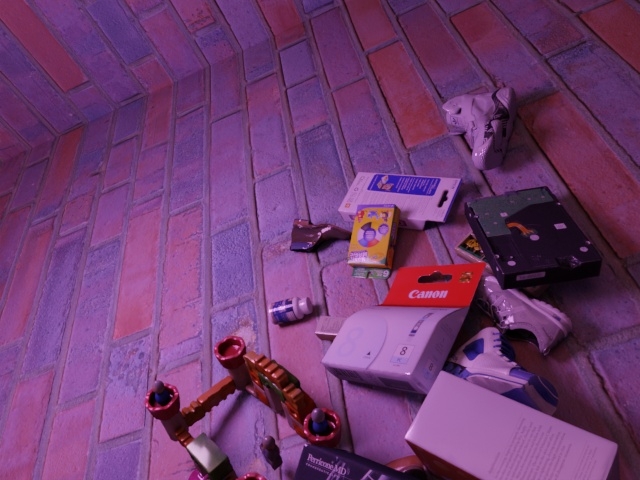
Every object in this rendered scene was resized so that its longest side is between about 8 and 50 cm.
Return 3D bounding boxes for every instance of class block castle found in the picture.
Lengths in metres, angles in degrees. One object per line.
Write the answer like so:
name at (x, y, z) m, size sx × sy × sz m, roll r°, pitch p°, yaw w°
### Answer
block castle at (-0.183, 0.431, 1.359) m, size 0.303 × 0.212 × 0.453 m, roll -34°, pitch 41°, yaw -28°

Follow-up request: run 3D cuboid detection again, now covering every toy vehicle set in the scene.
toy vehicle set at (0.517, 0.030, 1.524) m, size 0.166 × 0.035 × 0.267 m, roll -44°, pitch 45°, yaw -13°

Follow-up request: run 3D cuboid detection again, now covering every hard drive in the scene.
hard drive at (0.527, -0.015, 1.455) m, size 0.237 × 0.064 × 0.338 m, roll -9°, pitch 37°, yaw 1°

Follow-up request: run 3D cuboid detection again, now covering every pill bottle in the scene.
pill bottle at (-0.088, 0.204, 1.671) m, size 0.120 × 0.067 × 0.067 m, roll -16°, pitch 46°, yaw 15°

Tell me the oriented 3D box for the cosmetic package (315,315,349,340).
cosmetic package at (0.049, 0.247, 1.577) m, size 0.115 × 0.041 × 0.060 m, roll 2°, pitch 53°, yaw 30°

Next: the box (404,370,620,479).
box at (0.374, 0.431, 1.110) m, size 0.346 × 0.215 × 0.168 m, roll 17°, pitch 62°, yaw 39°

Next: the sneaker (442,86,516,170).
sneaker at (0.490, -0.354, 1.819) m, size 0.210 × 0.137 × 0.365 m, roll 4°, pitch 48°, yaw 32°

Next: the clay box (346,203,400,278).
clay box at (0.157, 0.002, 1.693) m, size 0.128 × 0.053 × 0.221 m, roll 0°, pitch 69°, yaw 31°

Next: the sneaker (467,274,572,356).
sneaker at (0.452, 0.176, 1.377) m, size 0.281 × 0.105 × 0.115 m, roll 26°, pitch 66°, yaw 41°

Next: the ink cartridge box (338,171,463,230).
ink cartridge box at (0.251, -0.127, 1.788) m, size 0.371 × 0.069 × 0.175 m, roll 7°, pitch 56°, yaw 36°

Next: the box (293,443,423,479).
box at (0.098, 0.598, 1.080) m, size 0.344 × 0.179 × 0.312 m, roll 8°, pitch 72°, yaw 34°

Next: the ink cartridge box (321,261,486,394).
ink cartridge box at (0.211, 0.187, 1.433) m, size 0.308 × 0.091 × 0.384 m, roll -7°, pitch 43°, yaw 51°

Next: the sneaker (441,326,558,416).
sneaker at (0.389, 0.274, 1.263) m, size 0.182 × 0.127 × 0.316 m, roll -44°, pitch 16°, yaw -25°

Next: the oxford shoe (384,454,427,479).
oxford shoe at (0.135, 0.541, 1.262) m, size 0.212 × 0.076 × 0.076 m, roll -26°, pitch 13°, yaw 10°

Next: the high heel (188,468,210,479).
high heel at (-0.245, 0.642, 1.366) m, size 0.117 × 0.082 × 0.244 m, roll -51°, pitch 53°, yaw 5°

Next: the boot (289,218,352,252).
boot at (0.000, 0.000, 1.822) m, size 0.219 × 0.082 × 0.106 m, roll 11°, pitch 79°, yaw 30°
